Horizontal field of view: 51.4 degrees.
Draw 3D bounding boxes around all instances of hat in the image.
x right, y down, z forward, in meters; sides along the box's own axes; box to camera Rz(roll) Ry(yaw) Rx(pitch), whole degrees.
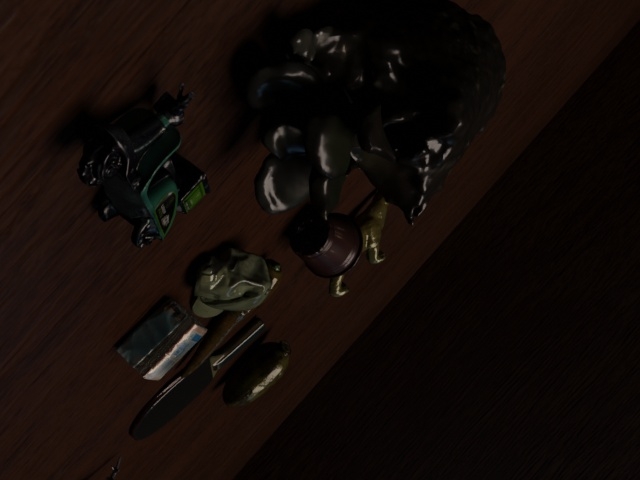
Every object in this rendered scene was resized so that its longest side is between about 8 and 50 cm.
[{"bbox_3d":[-0.124,0.069,0.898,0.122,0.081,0.166,-35,171,-37],"label":"hat"}]

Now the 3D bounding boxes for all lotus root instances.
[{"bbox_3d":[-0.131,0.279,1.392,0.179,0.089,0.080,-44,123,-2],"label":"lotus root"}]

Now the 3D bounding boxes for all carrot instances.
[{"bbox_3d":[-0.143,0.127,1.046,0.254,0.049,0.049,-49,166,12],"label":"carrot"}]

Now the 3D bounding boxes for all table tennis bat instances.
[{"bbox_3d":[-0.214,0.243,1.185,0.301,0.022,0.173,-41,164,-23],"label":"table tennis bat"}]

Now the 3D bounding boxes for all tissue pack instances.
[{"bbox_3d":[-0.197,0.126,0.841,0.094,0.059,0.074,-46,168,-9],"label":"tissue pack"}]

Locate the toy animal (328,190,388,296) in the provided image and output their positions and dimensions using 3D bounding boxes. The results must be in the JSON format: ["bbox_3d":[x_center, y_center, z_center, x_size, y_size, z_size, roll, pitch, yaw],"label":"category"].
[{"bbox_3d":[0.067,-0.004,1.269,0.219,0.103,0.101,-38,139,-23],"label":"toy animal"}]

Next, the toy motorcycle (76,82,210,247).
[{"bbox_3d":[-0.140,-0.057,0.535,0.100,0.058,0.173,-51,169,-18],"label":"toy motorcycle"}]

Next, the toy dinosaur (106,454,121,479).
[{"bbox_3d":[-0.404,0.436,1.092,0.209,0.039,0.082,-42,163,-28],"label":"toy dinosaur"}]

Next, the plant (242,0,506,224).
[{"bbox_3d":[0.057,-0.126,0.667,0.276,0.188,0.198,-39,163,-35],"label":"plant"}]

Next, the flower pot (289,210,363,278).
[{"bbox_3d":[0.000,0.000,1.036,0.111,0.111,0.089,-51,154,8],"label":"flower pot"}]
